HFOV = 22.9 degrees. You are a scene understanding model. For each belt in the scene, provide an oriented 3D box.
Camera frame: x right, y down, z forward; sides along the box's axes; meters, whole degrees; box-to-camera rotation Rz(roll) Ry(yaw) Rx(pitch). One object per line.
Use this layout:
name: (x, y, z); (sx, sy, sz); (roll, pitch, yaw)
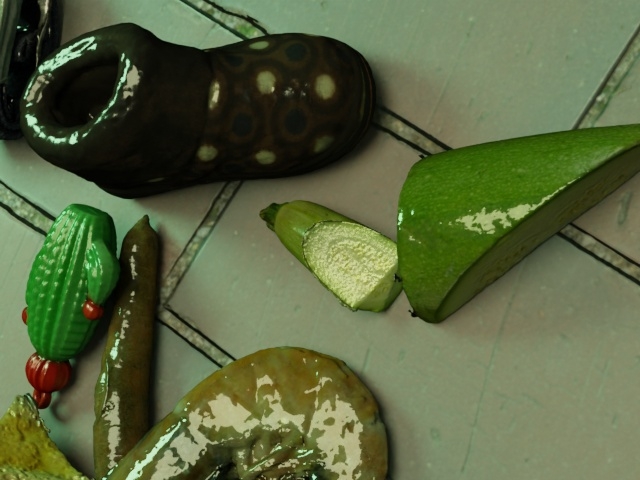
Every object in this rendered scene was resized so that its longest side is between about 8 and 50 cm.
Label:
belt: (-0.398, -0.237, 1.968); (0.126, 0.140, 0.230); (2, 76, 28)

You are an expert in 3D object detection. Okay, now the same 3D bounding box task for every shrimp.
shrimp: (-0.118, 0.304, 1.709); (0.445, 0.085, 0.272); (-36, 65, 1)

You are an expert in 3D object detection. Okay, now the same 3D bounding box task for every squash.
squash: (-0.001, 0.001, 1.750); (0.200, 0.075, 0.090); (30, 118, 30)
squash: (0.223, -0.025, 1.628); (0.289, 0.111, 0.203); (-3, 78, 24)

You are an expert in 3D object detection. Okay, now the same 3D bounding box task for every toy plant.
toy plant: (-0.307, 0.069, 1.873); (0.240, 0.088, 0.154); (-57, 45, 30)

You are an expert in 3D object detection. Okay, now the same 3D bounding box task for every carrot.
carrot: (-0.226, 0.132, 1.836); (0.070, 0.070, 0.342); (-5, 74, 25)

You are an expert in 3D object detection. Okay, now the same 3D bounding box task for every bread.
bread: (-0.334, 0.274, 1.828); (0.160, 0.169, 0.140); (-97, 25, -55)

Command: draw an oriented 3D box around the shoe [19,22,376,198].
shoe: (-0.146, -0.158, 1.768); (0.384, 0.237, 0.171); (-9, 74, 25)
